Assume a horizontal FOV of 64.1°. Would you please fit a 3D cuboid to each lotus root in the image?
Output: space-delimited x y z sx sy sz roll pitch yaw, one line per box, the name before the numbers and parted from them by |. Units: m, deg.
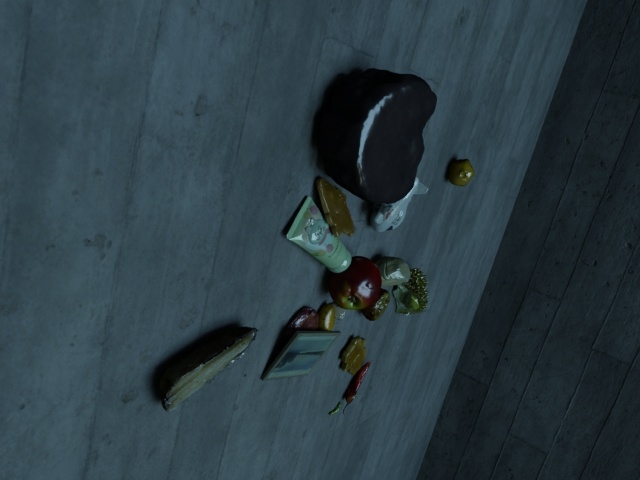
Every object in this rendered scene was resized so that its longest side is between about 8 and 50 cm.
lotus root | -0.301 0.314 1.368 0.329 0.078 0.167 -31 158 -45

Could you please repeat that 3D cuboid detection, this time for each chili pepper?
chili pepper | 0.066 0.743 2.247 0.083 0.017 0.030 -29 131 -44
chili pepper | 0.157 0.650 2.290 0.268 0.051 0.059 -62 169 -9

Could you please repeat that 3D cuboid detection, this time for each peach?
peach | 0.124 0.139 1.788 0.197 0.197 0.197 -35 137 -41

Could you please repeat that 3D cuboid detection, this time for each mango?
mango | 0.022 0.281 1.839 0.079 0.057 0.114 8 100 -50

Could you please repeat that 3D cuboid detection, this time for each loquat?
loquat | 0.643 -0.311 2.331 0.137 0.113 0.137 6 90 -74

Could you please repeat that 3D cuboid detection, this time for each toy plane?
toy plane | 0.272 -0.130 1.847 0.252 0.118 0.252 -46 169 -12

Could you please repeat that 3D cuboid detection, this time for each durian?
durian | 0.409 0.222 2.325 0.306 0.167 0.172 66 24 -57

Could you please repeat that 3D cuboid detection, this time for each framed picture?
framed picture | -0.060 0.395 1.774 0.213 0.016 0.289 -53 150 11

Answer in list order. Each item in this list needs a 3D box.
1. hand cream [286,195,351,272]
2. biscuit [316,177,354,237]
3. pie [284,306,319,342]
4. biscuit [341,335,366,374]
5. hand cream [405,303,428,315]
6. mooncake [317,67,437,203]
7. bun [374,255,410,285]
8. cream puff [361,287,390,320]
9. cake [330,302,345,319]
hand cream | 0.000 0.000 1.609 0.306 0.093 0.147 46 67 -47
biscuit | 0.045 -0.101 1.601 0.250 0.035 0.162 58 33 -39
pie | -0.061 0.297 1.742 0.153 0.038 0.153 -33 136 -39
biscuit | 0.144 0.492 2.182 0.166 0.036 0.225 -55 150 -17
hand cream | 0.487 0.337 2.584 0.186 0.054 0.087 4 102 -50
mooncake | 0.159 -0.314 1.502 0.351 0.212 0.381 19 97 -54
bun | 0.271 0.121 2.045 0.173 0.167 0.113 37 42 -68
cream puff | 0.222 0.255 2.093 0.149 0.084 0.149 -42 151 -30
cake | 0.083 0.252 1.915 0.121 0.065 0.052 -18 128 -59
